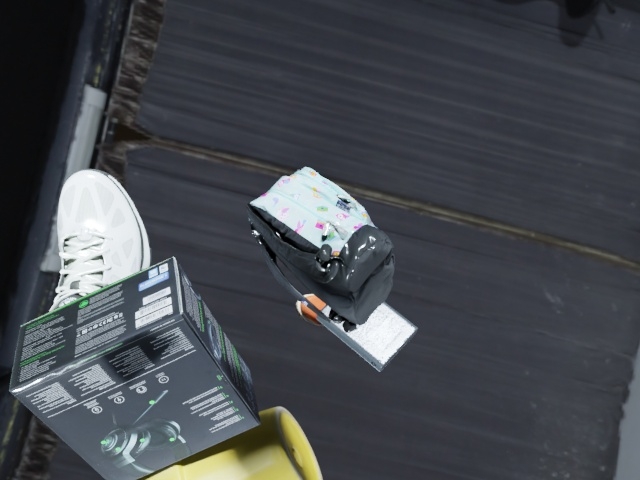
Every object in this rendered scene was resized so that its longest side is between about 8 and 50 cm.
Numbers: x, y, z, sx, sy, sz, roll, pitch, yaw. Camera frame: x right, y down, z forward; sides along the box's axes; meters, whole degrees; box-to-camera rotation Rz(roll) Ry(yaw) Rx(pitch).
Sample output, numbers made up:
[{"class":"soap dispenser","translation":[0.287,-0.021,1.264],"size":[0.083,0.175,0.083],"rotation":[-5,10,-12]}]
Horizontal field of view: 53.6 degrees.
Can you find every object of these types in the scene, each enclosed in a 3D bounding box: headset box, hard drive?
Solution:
[{"class":"headset box","translation":[-0.251,0.205,0.926],"size":[0.131,0.247,0.283],"rotation":[-114,-1,-52]},{"class":"hard drive","translation":[0.074,0.132,1.014],"size":[0.094,0.135,0.022],"rotation":[-42,-23,-25]}]

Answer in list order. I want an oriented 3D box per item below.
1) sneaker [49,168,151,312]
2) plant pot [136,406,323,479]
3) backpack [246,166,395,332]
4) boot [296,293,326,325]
[{"class":"sneaker","translation":[-0.409,0.070,1.153],"size":[0.257,0.169,0.447],"rotation":[131,128,-84]},{"class":"plant pot","translation":[-0.135,0.399,1.035],"size":[0.253,0.239,0.254],"rotation":[61,-176,-8]},{"class":"backpack","translation":[0.000,0.000,0.745],"size":[0.115,0.182,0.151],"rotation":[-38,-33,-23]},{"class":"boot","translation":[0.036,0.132,1.167],"size":[0.085,0.158,0.059],"rotation":[-28,46,61]}]
